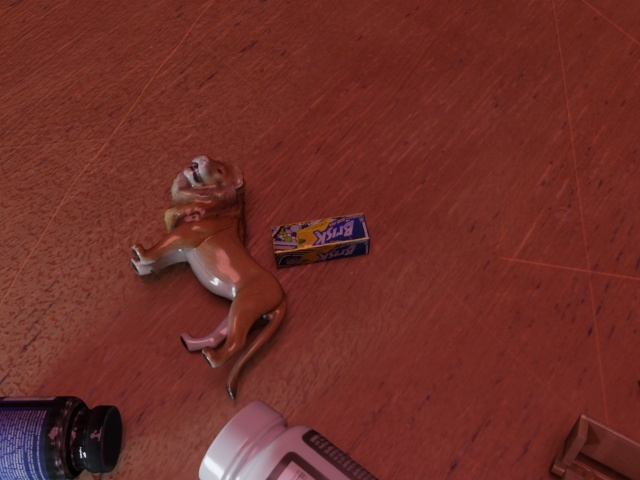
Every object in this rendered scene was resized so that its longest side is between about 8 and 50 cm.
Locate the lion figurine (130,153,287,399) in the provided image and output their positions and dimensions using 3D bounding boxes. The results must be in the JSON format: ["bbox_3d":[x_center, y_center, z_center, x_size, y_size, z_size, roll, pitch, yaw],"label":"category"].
[{"bbox_3d":[-0.161,0.045,1.106,0.240,0.142,0.392,-29,75,-24],"label":"lion figurine"}]

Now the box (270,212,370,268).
[{"bbox_3d":[0.000,0.000,1.158,0.168,0.054,0.059,-9,58,-4],"label":"box"}]

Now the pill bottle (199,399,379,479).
[{"bbox_3d":[-0.013,0.352,0.874,0.283,0.161,0.161,33,64,20],"label":"pill bottle"}]

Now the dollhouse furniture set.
[{"bbox_3d":[0.371,0.351,0.877,0.123,0.144,0.151,26,26,16],"label":"dollhouse furniture set"}]

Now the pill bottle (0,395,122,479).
[{"bbox_3d":[-0.408,0.287,0.947,0.219,0.123,0.123,-1,58,1],"label":"pill bottle"}]
